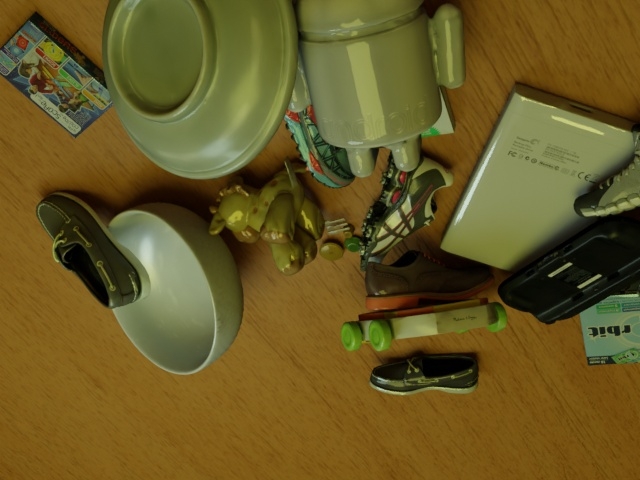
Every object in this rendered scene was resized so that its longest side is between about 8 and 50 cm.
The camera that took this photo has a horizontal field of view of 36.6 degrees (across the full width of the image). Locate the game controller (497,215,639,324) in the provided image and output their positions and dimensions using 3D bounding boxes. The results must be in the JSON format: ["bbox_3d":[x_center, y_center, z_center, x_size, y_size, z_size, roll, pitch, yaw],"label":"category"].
[{"bbox_3d":[0.463,0.055,1.709,0.166,0.067,0.319,27,140,-20],"label":"game controller"}]

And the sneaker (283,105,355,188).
[{"bbox_3d":[0.012,-0.200,1.644,0.125,0.104,0.262,-17,124,22],"label":"sneaker"}]

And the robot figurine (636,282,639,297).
[{"bbox_3d":[0.652,0.042,1.614,0.211,0.291,0.085,-43,69,36],"label":"robot figurine"}]

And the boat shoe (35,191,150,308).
[{"bbox_3d":[-0.452,0.016,1.843,0.305,0.091,0.109,41,132,22],"label":"boat shoe"}]

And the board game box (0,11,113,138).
[{"bbox_3d":[-0.469,-0.289,1.715,0.136,0.035,0.201,-32,116,32],"label":"board game box"}]

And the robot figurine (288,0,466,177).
[{"bbox_3d":[0.074,-0.278,1.482,0.300,0.199,0.353,-10,115,10],"label":"robot figurine"}]

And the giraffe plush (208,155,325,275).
[{"bbox_3d":[-0.110,-0.047,1.756,0.171,0.181,0.210,-4,109,25],"label":"giraffe plush"}]

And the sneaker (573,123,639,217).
[{"bbox_3d":[0.508,-0.122,1.576,0.229,0.086,0.132,-14,102,37],"label":"sneaker"}]

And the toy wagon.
[{"bbox_3d":[0.174,0.159,1.845,0.267,0.068,0.344,-6,177,-25],"label":"toy wagon"}]

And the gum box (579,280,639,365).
[{"bbox_3d":[0.583,0.160,1.862,0.157,0.041,0.184,-7,127,18],"label":"gum box"}]

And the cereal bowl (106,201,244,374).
[{"bbox_3d":[-0.267,0.079,1.867,0.339,0.141,0.338,21,123,37],"label":"cereal bowl"}]

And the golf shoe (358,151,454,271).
[{"bbox_3d":[0.144,-0.037,1.754,0.120,0.105,0.272,15,131,-8],"label":"golf shoe"}]

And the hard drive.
[{"bbox_3d":[0.380,-0.088,1.695,0.233,0.047,0.353,17,130,-3],"label":"hard drive"}]

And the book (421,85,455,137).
[{"bbox_3d":[0.163,-0.240,1.628,0.096,0.035,0.144,-7,129,23],"label":"book"}]

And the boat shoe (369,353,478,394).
[{"bbox_3d":[0.214,0.272,2.012,0.228,0.081,0.068,-1,126,4],"label":"boat shoe"}]

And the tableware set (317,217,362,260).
[{"bbox_3d":[0.000,0.000,1.867,0.154,0.024,0.104,-14,128,21],"label":"tableware set"}]

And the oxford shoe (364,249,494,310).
[{"bbox_3d":[0.206,0.063,1.786,0.271,0.097,0.098,-8,93,-29],"label":"oxford shoe"}]

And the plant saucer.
[{"bbox_3d":[-0.218,-0.290,1.476,0.401,0.101,0.400,6,100,35],"label":"plant saucer"}]
